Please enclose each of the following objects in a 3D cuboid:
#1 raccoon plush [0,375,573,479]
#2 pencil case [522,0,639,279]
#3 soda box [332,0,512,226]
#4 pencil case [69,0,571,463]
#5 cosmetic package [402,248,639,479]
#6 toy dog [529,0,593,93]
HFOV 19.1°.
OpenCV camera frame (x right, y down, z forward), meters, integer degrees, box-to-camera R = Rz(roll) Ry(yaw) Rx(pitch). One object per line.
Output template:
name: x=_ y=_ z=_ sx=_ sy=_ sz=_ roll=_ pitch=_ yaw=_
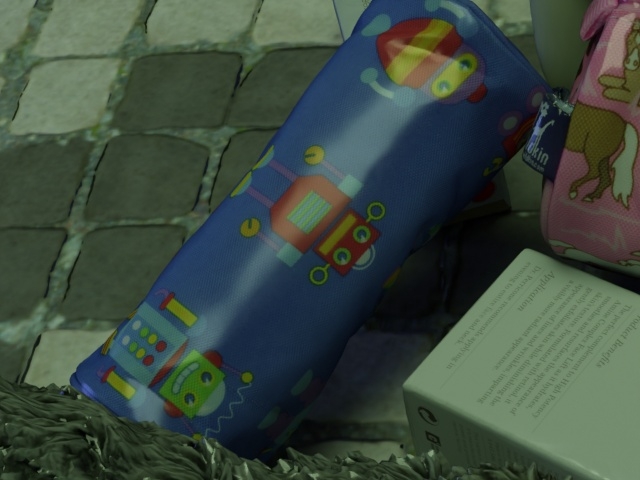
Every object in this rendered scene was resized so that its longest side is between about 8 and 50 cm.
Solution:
raccoon plush: x=-0.083 y=0.084 z=0.849 sx=0.299 sy=0.446 sz=0.216 roll=-32 pitch=15 yaw=-15
pencil case: x=0.304 y=-0.023 z=0.950 sx=0.386 sy=0.167 sz=0.160 roll=16 pitch=85 yaw=19
soda box: x=0.058 y=-0.104 z=1.199 sx=0.074 sy=0.069 sz=0.216 roll=-16 pitch=44 yaw=3
pencil case: x=0.000 y=0.000 z=1.028 sx=0.119 sy=0.133 sz=0.306 roll=39 pitch=84 yaw=6
cosmetic package: x=0.168 y=0.103 z=0.957 sx=0.231 sy=0.085 sz=0.117 roll=26 pitch=58 yaw=33
toy dog: x=0.342 y=-0.240 z=1.034 sx=0.408 sy=0.395 sz=0.284 roll=15 pitch=43 yaw=39
